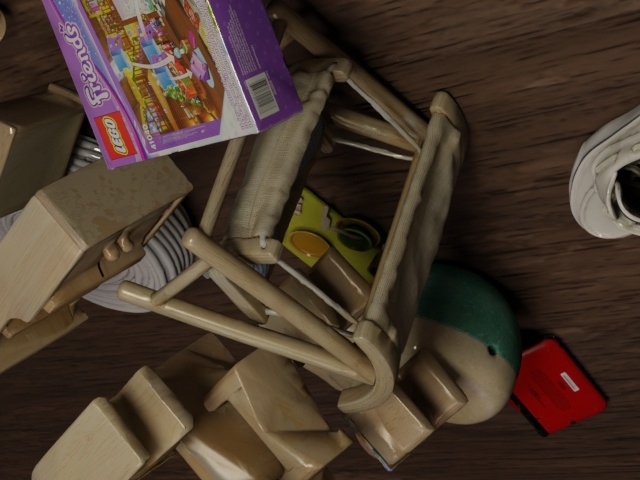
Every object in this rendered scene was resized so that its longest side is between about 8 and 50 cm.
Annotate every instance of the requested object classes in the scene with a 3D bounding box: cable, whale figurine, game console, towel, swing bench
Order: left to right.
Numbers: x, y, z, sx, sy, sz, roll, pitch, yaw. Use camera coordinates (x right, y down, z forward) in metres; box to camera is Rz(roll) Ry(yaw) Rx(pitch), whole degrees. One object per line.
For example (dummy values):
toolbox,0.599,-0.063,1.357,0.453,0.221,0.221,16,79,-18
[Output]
cable,-0.261,-0.021,2.055,0.257,0.089,0.257,16,153,16
swing bench,0.000,-0.024,1.626,0.255,0.253,0.165,27,152,-17
towel,0.035,0.020,1.965,0.237,0.021,0.102,39,145,-25
whale figurine,0.089,0.099,1.931,0.216,0.141,0.272,35,156,-31
game console,0.224,0.139,2.031,0.124,0.085,0.144,-26,132,19

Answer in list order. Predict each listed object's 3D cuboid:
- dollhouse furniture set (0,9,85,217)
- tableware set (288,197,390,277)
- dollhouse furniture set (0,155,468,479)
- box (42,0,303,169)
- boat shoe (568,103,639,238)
dollhouse furniture set,-0.439,-0.134,1.875,0.356,0.303,0.174,25,-163,12
tableware set,0.000,0.000,1.913,0.154,0.024,0.104,19,149,6
dollhouse furniture set,-0.143,0.145,1.744,0.394,0.362,0.256,49,132,7
box,-0.144,-0.212,1.474,0.201,0.057,0.293,-9,105,48
boat shoe,0.273,-0.048,1.556,0.096,0.088,0.267,29,153,-9
